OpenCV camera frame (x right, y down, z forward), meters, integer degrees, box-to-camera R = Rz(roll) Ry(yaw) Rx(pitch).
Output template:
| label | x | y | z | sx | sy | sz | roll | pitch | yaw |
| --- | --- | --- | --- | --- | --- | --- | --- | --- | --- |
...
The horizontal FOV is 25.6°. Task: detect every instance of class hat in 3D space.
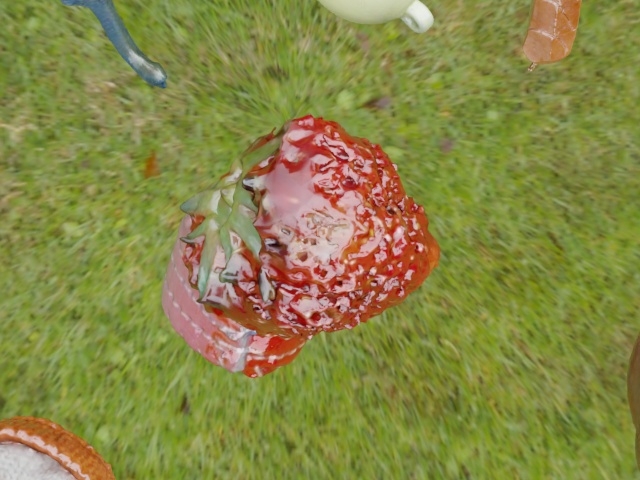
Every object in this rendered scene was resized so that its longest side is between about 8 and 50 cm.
| label | x | y | z | sx | sy | sz | roll | pitch | yaw |
| --- | --- | --- | --- | --- | --- | --- | --- | --- | --- |
| hat | -0.192 | 0.171 | 0.801 | 0.112 | 0.162 | 0.093 | -8 | 111 | 17 |

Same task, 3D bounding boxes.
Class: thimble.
| label | x | y | z | sx | sy | sz | roll | pitch | yaw |
| --- | --- | --- | --- | --- | --- | --- | --- | --- | --- |
| thimble | -0.082 | 0.047 | 1.550 | 0.163 | 0.189 | 0.125 | 0 | 127 | -33 |

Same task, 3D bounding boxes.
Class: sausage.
| label | x | y | z | sx | sy | sz | roll | pitch | yaw |
| --- | --- | --- | --- | --- | --- | --- | --- | --- | --- |
| sausage | 0.268 | -0.270 | 1.605 | 0.065 | 0.065 | 0.169 | 1 | 130 | -1 |

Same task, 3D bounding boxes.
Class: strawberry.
| label | x | y | z | sx | sy | sz | roll | pitch | yaw |
| --- | --- | --- | --- | --- | --- | --- | --- | --- | --- |
| strawberry | 0.000 | 0.000 | 1.107 | 0.201 | 0.184 | 0.187 | 18 | 110 | -27 |

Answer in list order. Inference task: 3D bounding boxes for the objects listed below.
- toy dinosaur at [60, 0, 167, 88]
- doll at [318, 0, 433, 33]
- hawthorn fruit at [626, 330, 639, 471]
| label | x | y | z | sx | sy | sz | roll | pitch | yaw |
| --- | --- | --- | --- | --- | --- | --- | --- | --- | --- |
| toy dinosaur | -0.218 | -0.238 | 1.132 | 0.075 | 0.188 | 0.247 | -42 | 74 | -5 |
| doll | -0.017 | -0.274 | 1.080 | 0.296 | 0.141 | 0.117 | 40 | 76 | -10 |
| hawthorn fruit | 0.280 | 0.074 | 0.734 | 0.199 | 0.199 | 0.251 | 43 | 112 | -4 |
